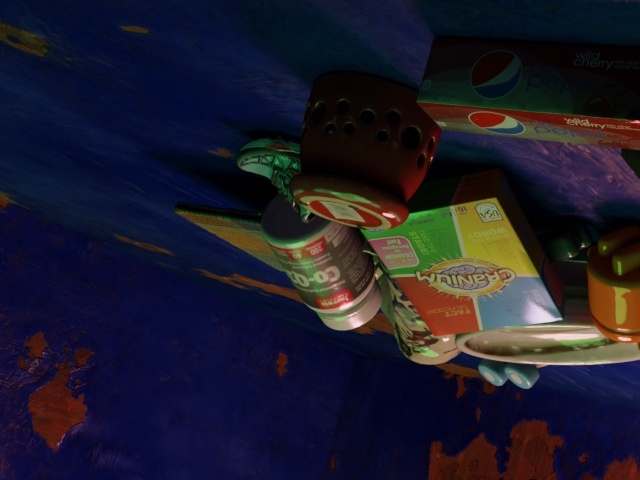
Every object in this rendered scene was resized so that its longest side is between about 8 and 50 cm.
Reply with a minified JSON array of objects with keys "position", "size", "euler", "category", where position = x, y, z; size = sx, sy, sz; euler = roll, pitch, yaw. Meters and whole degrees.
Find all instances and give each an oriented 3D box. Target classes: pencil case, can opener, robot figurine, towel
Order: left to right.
[{"position":[-0.097,0.004,2.225],"size":[0.271,0.040,0.370],"euler":[8,164,39],"category":"towel"},{"position":[0.202,0.097,2.050],"size":[0.184,0.160,0.410],"euler":[14,153,18],"category":"pencil case"},{"position":[0.365,0.048,1.841],"size":[0.283,0.076,0.095],"euler":[-23,96,56],"category":"can opener"},{"position":[0.499,0.077,1.719],"size":[0.158,0.128,0.219],"euler":[14,138,31],"category":"robot figurine"}]

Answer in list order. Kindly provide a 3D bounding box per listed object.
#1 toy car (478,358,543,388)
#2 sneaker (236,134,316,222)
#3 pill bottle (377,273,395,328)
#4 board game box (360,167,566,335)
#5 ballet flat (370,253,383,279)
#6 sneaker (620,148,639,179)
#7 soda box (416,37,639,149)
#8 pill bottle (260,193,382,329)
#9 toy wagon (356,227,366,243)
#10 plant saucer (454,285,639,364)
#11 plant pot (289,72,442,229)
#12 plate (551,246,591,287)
[{"position":[0.419,0.165,2.332],"size":[0.238,0.219,0.210],"euler":[50,160,-12],"category":"toy car"},{"position":[-0.029,-0.097,1.770],"size":[0.262,0.125,0.104],"euler":[13,167,17],"category":"sneaker"},{"position":[0.200,0.133,2.372],"size":[0.131,0.131,0.229],"euler":[21,-167,-20],"category":"pill bottle"},{"position":[0.237,0.029,1.730],"size":[0.242,0.064,0.316],"euler":[-11,135,29],"category":"board game box"},{"position":[0.089,0.068,2.184],"size":[0.070,0.070,0.188],"euler":[21,126,-21],"category":"ballet flat"},{"position":[0.469,-0.083,1.232],"size":[0.286,0.109,0.130],"euler":[11,-155,-36],"category":"sneaker"},{"position":[0.247,-0.164,1.172],"size":[0.263,0.083,0.092],"euler":[9,167,30],"category":"soda box"},{"position":[0.011,0.037,2.028],"size":[0.161,0.161,0.283],"euler":[8,143,35],"category":"pill bottle"},{"position":[0.000,0.000,2.332],"size":[0.267,0.068,0.344],"euler":[20,169,-13],"category":"toy wagon"},{"position":[0.457,0.158,2.014],"size":[0.401,0.100,0.400],"euler":[2,164,1],"category":"plant saucer"},{"position":[0.061,-0.115,1.453],"size":[0.191,0.174,0.191],"euler":[14,168,3],"category":"plant pot"},{"position":[0.469,0.056,1.991],"size":[0.277,0.045,0.278],"euler":[6,164,38],"category":"plate"}]
